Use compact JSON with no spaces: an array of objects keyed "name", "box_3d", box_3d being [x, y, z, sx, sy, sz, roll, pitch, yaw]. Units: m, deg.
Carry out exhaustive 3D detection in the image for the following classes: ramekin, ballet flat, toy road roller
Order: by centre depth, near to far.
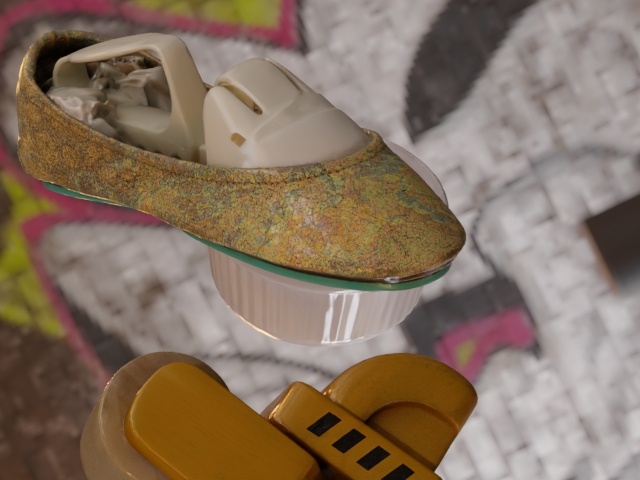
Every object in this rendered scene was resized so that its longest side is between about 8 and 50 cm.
[{"name":"ballet flat","box_3d":[-0.063,-0.061,1.160,0.348,0.123,0.123,18,147,43]},{"name":"toy road roller","box_3d":[-0.016,0.178,1.673,0.329,0.241,0.202,36,158,-2]},{"name":"ramekin","box_3d":[0.000,0.000,2.134,0.273,0.272,0.127,-112,21,-48]}]
